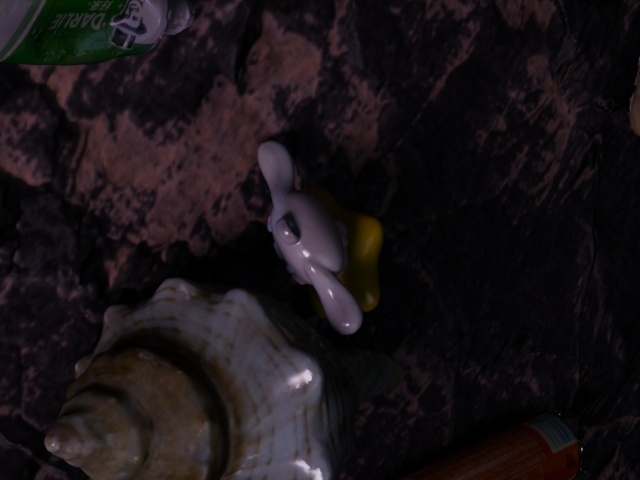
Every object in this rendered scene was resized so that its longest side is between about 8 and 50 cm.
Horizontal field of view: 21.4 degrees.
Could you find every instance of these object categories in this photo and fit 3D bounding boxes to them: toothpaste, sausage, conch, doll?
[{"bbox_3d":[-0.164,-0.123,0.900,0.248,0.047,0.078,-6,116,-46],"label":"toothpaste"},{"bbox_3d":[0.115,0.215,1.444,0.264,0.083,0.083,-17,126,-41],"label":"sausage"},{"bbox_3d":[-0.049,0.132,1.116,0.203,0.169,0.386,-40,146,22],"label":"conch"},{"bbox_3d":[0.003,0.007,1.120,0.071,0.135,0.113,-30,138,13],"label":"doll"}]

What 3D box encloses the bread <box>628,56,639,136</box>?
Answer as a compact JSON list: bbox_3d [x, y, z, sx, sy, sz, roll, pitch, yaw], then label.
[{"bbox_3d":[0.437,-0.165,1.390,0.279,0.315,0.248,-33,138,-47],"label":"bread"}]
